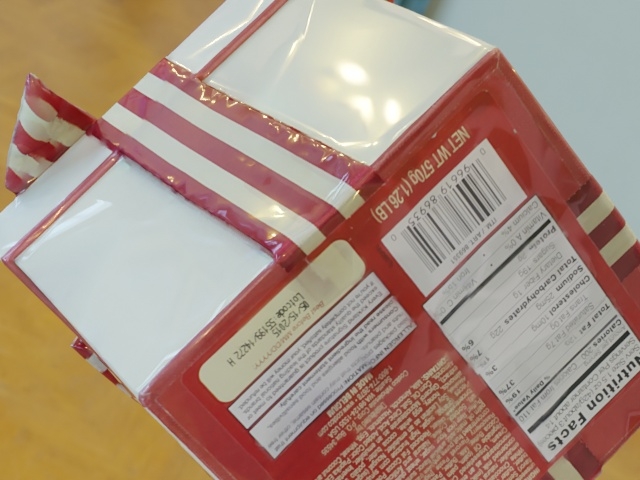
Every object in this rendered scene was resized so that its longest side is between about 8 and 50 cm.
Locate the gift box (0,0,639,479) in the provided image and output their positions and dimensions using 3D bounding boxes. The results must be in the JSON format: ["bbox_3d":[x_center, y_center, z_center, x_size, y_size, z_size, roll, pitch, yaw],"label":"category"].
[{"bbox_3d":[0.000,0.000,0.876,0.276,0.255,0.258,55,-11,-30],"label":"gift box"}]
